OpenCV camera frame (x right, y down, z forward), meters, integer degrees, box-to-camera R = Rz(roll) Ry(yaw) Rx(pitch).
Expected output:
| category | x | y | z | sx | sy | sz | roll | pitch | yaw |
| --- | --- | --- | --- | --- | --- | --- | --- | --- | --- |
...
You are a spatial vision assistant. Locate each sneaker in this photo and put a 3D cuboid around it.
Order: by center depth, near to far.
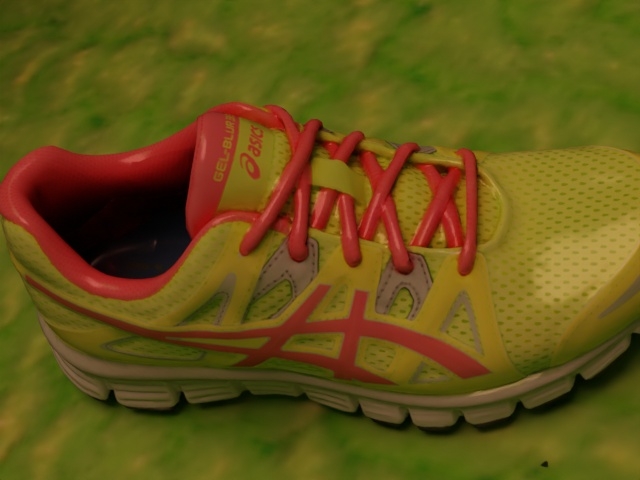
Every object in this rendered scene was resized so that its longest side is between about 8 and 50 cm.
| category | x | y | z | sx | sy | sz | roll | pitch | yaw |
| --- | --- | --- | --- | --- | --- | --- | --- | --- | --- |
| sneaker | 0.000 | 0.000 | 0.400 | 0.209 | 0.094 | 0.081 | -8 | 51 | 16 |
